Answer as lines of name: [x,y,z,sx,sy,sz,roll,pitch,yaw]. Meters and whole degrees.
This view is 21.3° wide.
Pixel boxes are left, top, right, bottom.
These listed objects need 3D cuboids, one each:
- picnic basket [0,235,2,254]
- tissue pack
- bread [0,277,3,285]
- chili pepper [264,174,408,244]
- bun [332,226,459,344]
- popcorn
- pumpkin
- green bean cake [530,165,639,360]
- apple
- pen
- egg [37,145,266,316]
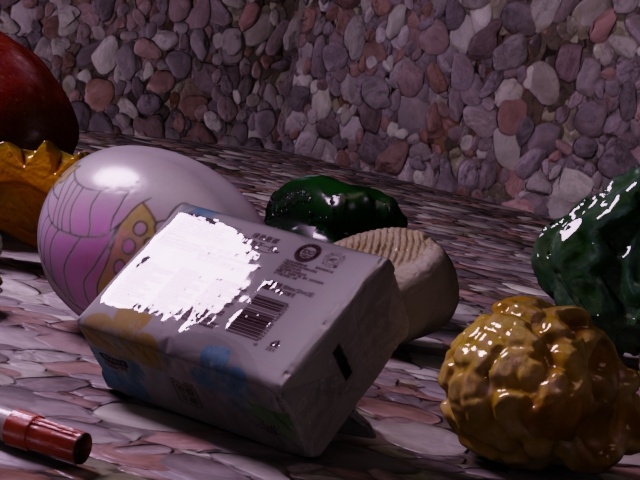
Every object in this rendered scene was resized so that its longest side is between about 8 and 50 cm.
picnic basket: [-0.402,0.002,1.927,0.083,0.065,0.083,26,-19,2]
tissue pack: [-0.055,0.087,1.420,0.229,0.145,0.159,15,51,36]
bread: [-0.434,0.008,1.727,0.233,0.088,0.160,13,12,43]
chili pepper: [0.000,0.000,2.125,0.173,0.165,0.261,-5,4,-25]
bun: [0.077,0.060,1.902,0.166,0.113,0.173,9,28,39]
popcorn: [0.190,0.127,1.430,0.170,0.180,0.180,-31,-16,29]
pumpkin: [-0.296,-0.039,1.990,0.254,0.130,0.149,27,-4,10]
green bean cake: [0.436,0.052,1.971,0.308,0.300,0.169,57,11,20]
apple: [-0.470,-0.147,2.201,0.288,0.288,0.317,13,0,26]
pen: [-0.267,0.123,1.248,0.239,0.028,0.028,13,8,28]
egg: [-0.159,0.011,1.660,0.196,0.196,0.271,4,20,-38]
